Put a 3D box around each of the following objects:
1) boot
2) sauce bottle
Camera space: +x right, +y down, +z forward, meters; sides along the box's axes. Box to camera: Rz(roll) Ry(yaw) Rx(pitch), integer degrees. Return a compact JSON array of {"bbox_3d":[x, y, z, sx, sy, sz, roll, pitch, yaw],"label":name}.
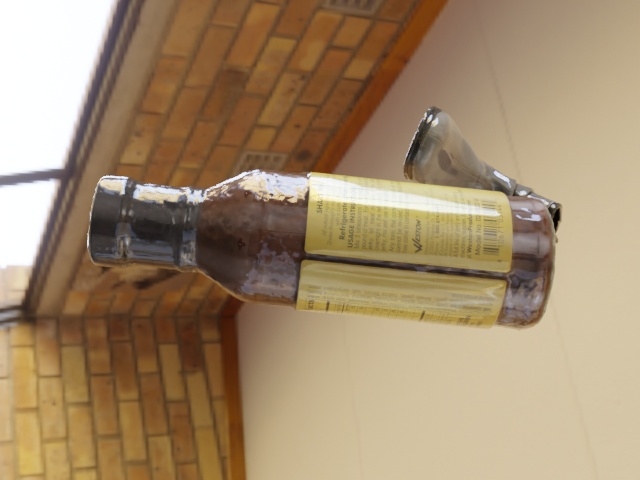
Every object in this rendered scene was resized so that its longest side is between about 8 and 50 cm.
[{"bbox_3d":[0.191,-0.061,1.068,0.161,0.246,0.083,24,-97,23],"label":"boot"},{"bbox_3d":[0.000,0.000,0.748,0.111,0.344,0.111,-172,-90,-88],"label":"sauce bottle"}]
